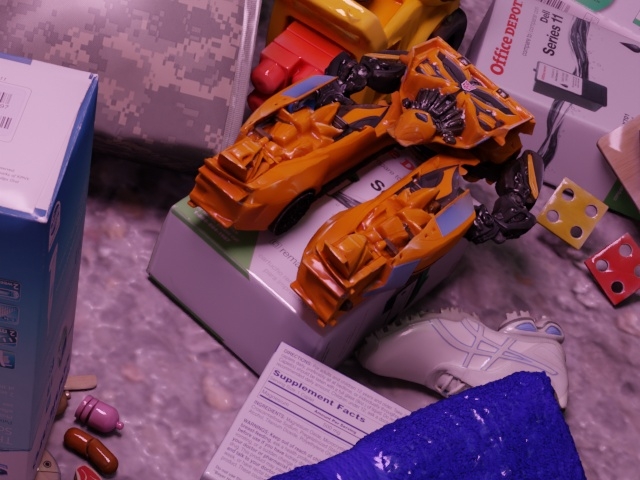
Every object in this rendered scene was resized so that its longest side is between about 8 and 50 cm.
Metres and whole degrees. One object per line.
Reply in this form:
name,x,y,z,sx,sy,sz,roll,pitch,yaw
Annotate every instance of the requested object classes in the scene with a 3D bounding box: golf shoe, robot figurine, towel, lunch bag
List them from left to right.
lunch bag,-0.163,-0.216,1.268,0.235,0.169,0.287,12,85,-11
robot figurine,0.052,-0.059,1.212,0.211,0.085,0.291,42,48,14
towel,0.067,0.232,1.029,0.308,0.076,0.227,-20,93,-33
golf shoe,0.116,0.101,1.241,0.176,0.069,0.086,1,56,-20

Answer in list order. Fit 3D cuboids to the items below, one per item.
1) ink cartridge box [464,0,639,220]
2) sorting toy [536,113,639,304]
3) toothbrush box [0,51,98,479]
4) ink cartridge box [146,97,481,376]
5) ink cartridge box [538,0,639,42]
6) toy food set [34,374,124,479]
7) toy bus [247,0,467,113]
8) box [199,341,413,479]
ink cartridge box,0.231,-0.126,1.472,0.208,0.087,0.153,21,45,-2
sorting toy,0.319,-0.060,1.364,0.274,0.046,0.132,-31,84,-1
toothbrush box,-0.263,0.017,0.991,0.216,0.295,0.126,13,47,-1
ink cartridge box,0.000,0.000,1.264,0.160,0.092,0.219,40,48,15
ink cartridge box,0.302,-0.275,1.659,0.181,0.056,0.224,31,48,6
toy food set,-0.173,0.140,1.121,0.078,0.019,0.122,0,50,-22
toy bus,0.022,-0.197,1.371,0.149,0.220,0.211,34,53,15
box,-0.009,0.163,1.129,0.126,0.072,0.137,29,47,3
